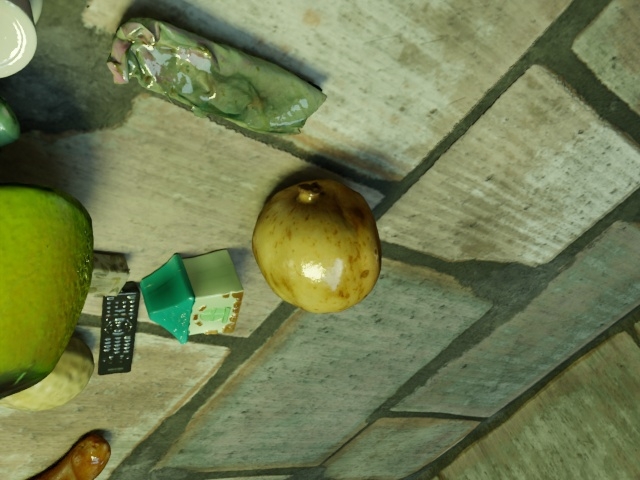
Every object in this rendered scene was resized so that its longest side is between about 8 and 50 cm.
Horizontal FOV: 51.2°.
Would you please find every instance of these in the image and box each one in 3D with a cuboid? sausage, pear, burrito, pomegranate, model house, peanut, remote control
[{"bbox_3d":[-0.557,0.508,1.411,0.302,0.076,0.103,-33,145,8],"label":"sausage"},{"bbox_3d":[-0.419,0.105,0.728,0.399,0.165,0.399,-24,168,-5],"label":"pear"},{"bbox_3d":[-0.119,-0.198,0.840,0.309,0.066,0.096,10,127,-44],"label":"burrito"},{"bbox_3d":[0.000,0.000,1.049,0.216,0.215,0.215,-18,143,-14],"label":"pomegranate"},{"bbox_3d":[-0.216,0.095,1.109,0.149,0.100,0.127,-7,139,-24],"label":"model house"},{"bbox_3d":[-0.477,0.187,1.027,0.149,0.149,0.313,-35,146,9],"label":"peanut"},{"bbox_3d":[-0.353,0.161,1.162,0.063,0.025,0.245,-5,139,-26],"label":"remote control"}]

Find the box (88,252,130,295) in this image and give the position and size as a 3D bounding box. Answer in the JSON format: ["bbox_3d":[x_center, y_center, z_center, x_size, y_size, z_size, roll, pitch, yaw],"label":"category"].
[{"bbox_3d":[-0.346,0.050,1.014,0.098,0.045,0.062,5,134,-39],"label":"box"}]

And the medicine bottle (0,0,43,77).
[{"bbox_3d":[-0.278,-0.230,0.531,0.095,0.260,0.095,-18,141,-15],"label":"medicine bottle"}]

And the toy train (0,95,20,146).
[{"bbox_3d":[-0.453,-0.102,0.672,0.272,0.159,0.188,-21,140,-2],"label":"toy train"}]
